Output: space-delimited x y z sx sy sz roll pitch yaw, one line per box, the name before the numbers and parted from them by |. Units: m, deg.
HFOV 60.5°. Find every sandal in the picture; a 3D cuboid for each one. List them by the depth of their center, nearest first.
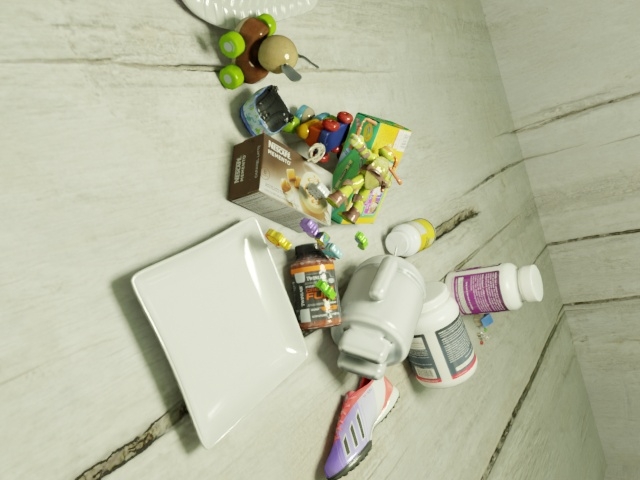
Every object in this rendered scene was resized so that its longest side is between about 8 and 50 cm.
sandal | -0.170 -0.580 1.281 0.417 0.102 0.169 -19 119 -43

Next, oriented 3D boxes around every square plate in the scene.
square plate | -0.184 0.163 1.085 0.347 0.049 0.343 -33 107 -52

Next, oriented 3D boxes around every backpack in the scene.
backpack | -0.132 -0.286 1.256 0.105 0.084 0.114 59 35 -21

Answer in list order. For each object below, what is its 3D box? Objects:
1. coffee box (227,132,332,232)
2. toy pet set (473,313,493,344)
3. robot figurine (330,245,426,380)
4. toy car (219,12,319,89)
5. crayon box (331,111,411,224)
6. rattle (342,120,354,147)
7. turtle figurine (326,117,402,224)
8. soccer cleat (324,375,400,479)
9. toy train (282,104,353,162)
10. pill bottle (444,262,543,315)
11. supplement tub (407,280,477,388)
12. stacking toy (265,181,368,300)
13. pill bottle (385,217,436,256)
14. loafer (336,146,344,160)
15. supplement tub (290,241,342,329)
coffee box | -0.084 -0.124 1.259 0.247 0.098 0.141 25 60 -47
toy pet set | 0.644 0.322 2.118 0.114 0.065 0.122 60 39 -22
robot figurine | 0.152 0.176 1.396 0.299 0.200 0.353 96 17 -46
toy car | -0.103 -0.397 1.215 0.155 0.189 0.148 -50 160 -41
crayon box | 0.118 -0.180 1.438 0.165 0.081 0.278 -3 120 -54
rattle | 0.155 -0.292 1.601 0.200 0.143 0.130 25 42 -40
turtle figurine | 0.119 -0.144 1.310 0.217 0.087 0.269 -52 145 -7
soccer cleat | 0.081 0.436 1.328 0.116 0.109 0.318 48 44 -1
toy train | -0.032 -0.260 1.324 0.248 0.144 0.105 -42 155 -55
pill bottle | 0.600 0.168 1.907 0.169 0.302 0.169 20 65 -49
supplement tub | 0.333 0.277 1.614 0.191 0.191 0.272 -39 111 -51
stacking toy | 0.000 0.000 1.215 0.221 0.052 0.167 48 65 -27
pill bottle | 0.276 -0.007 1.698 0.184 0.103 0.103 -18 95 -53
loafer | 0.118 -0.182 1.564 0.223 0.076 0.078 44 40 -42
supplement tub | -0.014 0.106 1.281 0.106 0.106 0.197 0 80 -53
